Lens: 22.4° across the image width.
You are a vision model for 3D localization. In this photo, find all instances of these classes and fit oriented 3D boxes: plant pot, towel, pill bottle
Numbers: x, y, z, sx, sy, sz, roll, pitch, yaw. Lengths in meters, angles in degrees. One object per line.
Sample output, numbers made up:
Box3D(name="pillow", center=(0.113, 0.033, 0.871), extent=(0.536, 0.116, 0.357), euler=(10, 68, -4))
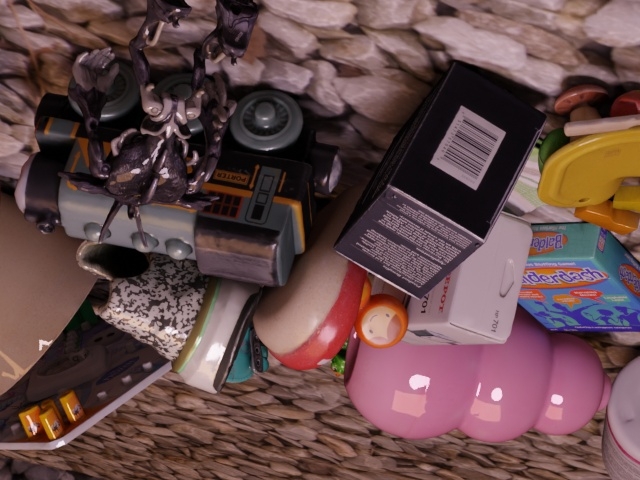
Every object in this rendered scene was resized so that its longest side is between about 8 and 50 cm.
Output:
Box3D(name="plant pot", center=(-0.463, 0.025, 2.114), extent=(0.274, 0.256, 0.256), euler=(40, 152, -15))
Box3D(name="towel", center=(0.208, -0.066, 1.692), extent=(0.113, 0.023, 0.152), euler=(23, 157, -23))
Box3D(name="pill bottle", center=(0.457, 0.263, 2.159), extent=(0.160, 0.160, 0.283), euler=(10, 158, 11))

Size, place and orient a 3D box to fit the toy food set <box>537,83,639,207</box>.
Box3D(name="toy food set", center=(0.265, -0.102, 1.520), extent=(0.128, 0.071, 0.218), euler=(-10, 160, -3))

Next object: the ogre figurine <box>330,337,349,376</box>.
Box3D(name="ogre figurine", center=(0.049, 0.122, 2.181), extent=(0.197, 0.097, 0.118), euler=(4, 143, -15))

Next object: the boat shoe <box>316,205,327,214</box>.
Box3D(name="boat shoe", center=(0.000, -0.001, 1.914), extent=(0.073, 0.080, 0.223), euler=(22, 163, -31))

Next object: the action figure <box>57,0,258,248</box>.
Box3D(name="action figure", center=(-0.152, -0.128, 1.539), extent=(0.164, 0.141, 0.276), euler=(12, 126, -19))

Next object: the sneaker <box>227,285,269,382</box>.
Box3D(name="sneaker", center=(-0.123, 0.088, 2.078), extent=(0.123, 0.178, 0.295), euler=(10, 158, 13))

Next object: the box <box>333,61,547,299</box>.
Box3D(name="box", center=(0.113, -0.054, 1.583), extent=(0.108, 0.153, 0.207), euler=(30, 159, -3))

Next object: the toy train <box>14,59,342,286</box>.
Box3D(name="toy train", center=(-0.150, -0.068, 1.673), extent=(0.334, 0.190, 0.142), euler=(11, 149, 8))

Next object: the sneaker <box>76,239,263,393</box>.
Box3D(name="sneaker", center=(-0.178, 0.015, 1.801), extent=(0.182, 0.158, 0.410), euler=(23, -167, -16))

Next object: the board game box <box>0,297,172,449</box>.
Box3D(name="board game box", center=(-0.358, 0.172, 2.258), extent=(0.390, 0.390, 0.050), euler=(-6, 111, 43))

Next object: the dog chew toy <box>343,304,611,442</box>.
Box3D(name="dog chew toy", center=(0.202, 0.161, 2.032), extent=(0.331, 0.207, 0.206), euler=(11, 159, -7))

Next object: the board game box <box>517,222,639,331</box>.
Box3D(name="board game box", center=(0.294, 0.046, 1.880), extent=(0.160, 0.047, 0.210), euler=(-2, 153, 37))

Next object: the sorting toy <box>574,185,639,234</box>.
Box3D(name="sorting toy", center=(0.435, -0.007, 1.677), extent=(0.307, 0.041, 0.229), euler=(20, 163, -14))

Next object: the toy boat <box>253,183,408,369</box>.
Box3D(name="toy boat", center=(0.032, 0.058, 1.740), extent=(0.151, 0.231, 0.151), euler=(42, 130, -9))

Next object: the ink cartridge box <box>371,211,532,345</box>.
Box3D(name="ink cartridge box", center=(0.139, 0.040, 1.799), extent=(0.082, 0.140, 0.190), euler=(19, 167, -24))
